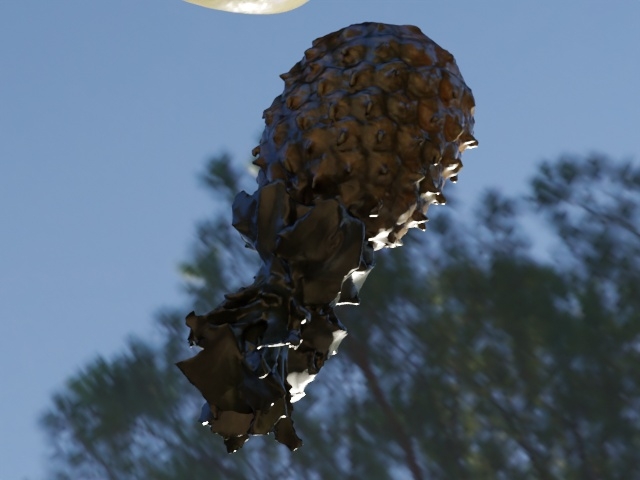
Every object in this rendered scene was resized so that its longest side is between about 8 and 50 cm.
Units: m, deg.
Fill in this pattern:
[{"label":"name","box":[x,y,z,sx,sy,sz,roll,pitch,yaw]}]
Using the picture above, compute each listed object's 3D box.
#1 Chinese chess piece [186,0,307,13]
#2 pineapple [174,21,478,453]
[{"label":"Chinese chess piece","box":[-0.089,-0.246,1.239,0.257,0.257,0.104,16,-61,-25]},{"label":"pineapple","box":[0.000,0.000,1.039,0.125,0.125,0.251,48,-133,-27]}]
